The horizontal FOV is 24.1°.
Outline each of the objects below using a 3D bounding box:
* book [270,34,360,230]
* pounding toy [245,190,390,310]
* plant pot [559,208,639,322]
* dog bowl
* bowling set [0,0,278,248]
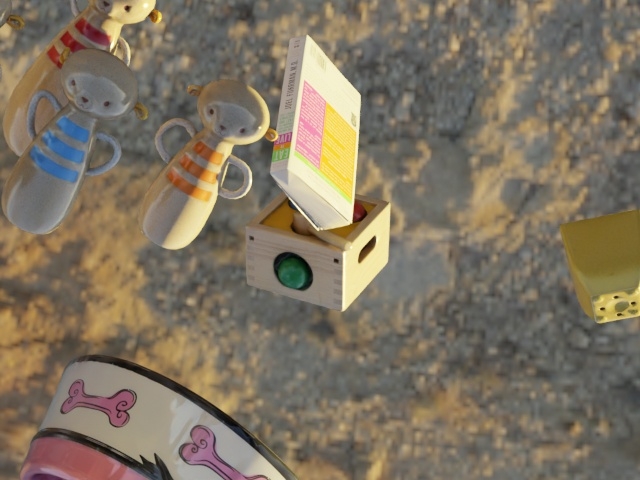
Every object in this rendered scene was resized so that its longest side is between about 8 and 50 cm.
[{"bbox_3d":[-0.003,-0.096,1.313,0.035,0.144,0.096,-12,143,29],"label":"book"},{"bbox_3d":[0.000,0.000,1.490,0.130,0.141,0.100,15,124,23],"label":"pounding toy"},{"bbox_3d":[0.284,0.032,1.466,0.081,0.083,0.081,-11,139,10],"label":"plant pot"},{"bbox_3d":[-0.189,0.328,1.816,0.408,0.150,0.408,27,150,17],"label":"dog bowl"},{"bbox_3d":[-0.174,-0.097,0.922,0.287,0.200,0.154,33,114,-2],"label":"bowling set"}]
